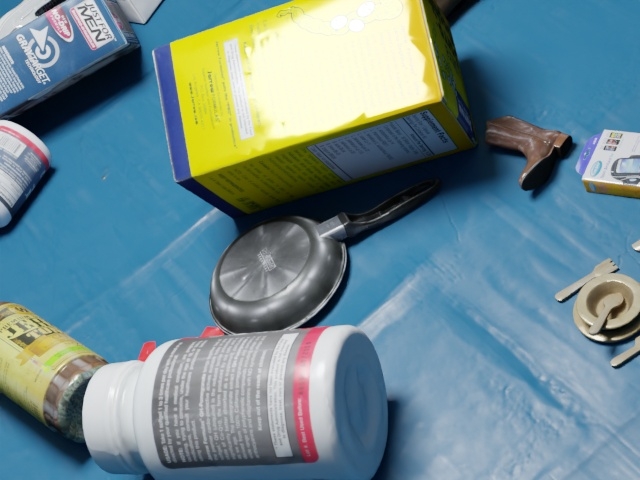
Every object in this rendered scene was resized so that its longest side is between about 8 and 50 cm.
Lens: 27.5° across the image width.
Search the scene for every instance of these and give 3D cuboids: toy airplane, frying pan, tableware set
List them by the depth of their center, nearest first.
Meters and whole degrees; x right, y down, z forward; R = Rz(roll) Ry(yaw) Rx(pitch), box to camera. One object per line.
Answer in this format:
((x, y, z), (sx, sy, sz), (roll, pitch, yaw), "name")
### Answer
((0.365, 0.039, 1.453), (0.194, 0.039, 0.128), (-33, 45, -1), "tableware set")
((-0.180, 0.161, 1.643), (0.151, 0.028, 0.151), (-14, 46, 16), "toy airplane")
((-0.003, 0.023, 1.655), (0.326, 0.053, 0.197), (-17, 45, 19), "frying pan")

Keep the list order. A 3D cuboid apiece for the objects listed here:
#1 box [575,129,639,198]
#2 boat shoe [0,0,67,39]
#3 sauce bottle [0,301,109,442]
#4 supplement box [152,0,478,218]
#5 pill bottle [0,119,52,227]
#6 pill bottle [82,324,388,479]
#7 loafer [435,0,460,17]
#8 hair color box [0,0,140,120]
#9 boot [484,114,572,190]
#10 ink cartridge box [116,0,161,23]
((0.377, -0.090, 1.565), (0.136, 0.028, 0.081), (10, 58, 36), "box")
((-0.492, -0.366, 2.233), (0.063, 0.066, 0.184), (15, 52, 37), "boat shoe")
((-0.396, 0.147, 1.710), (0.344, 0.111, 0.111), (25, 67, 38), "sauce bottle")
((-0.005, -0.185, 1.688), (0.356, 0.194, 0.195), (-16, 72, 15), "supplement box")
((-0.492, -0.080, 1.955), (0.108, 0.108, 0.180), (13, 60, 35), "pill bottle")
((-0.099, 0.193, 1.471), (0.318, 0.176, 0.176), (-6, 51, 23), "pill bottle")
((0.160, -0.338, 1.865), (0.220, 0.080, 0.078), (-26, 78, 4), "loafer")
((-0.462, -0.264, 2.041), (0.347, 0.105, 0.174), (-30, 7, 4), "hair color box")
((0.243, -0.113, 1.646), (0.114, 0.037, 0.106), (25, 54, 36), "boot")
((-0.312, -0.469, 2.201), (0.148, 0.086, 0.203), (14, 62, 36), "ink cartridge box")
